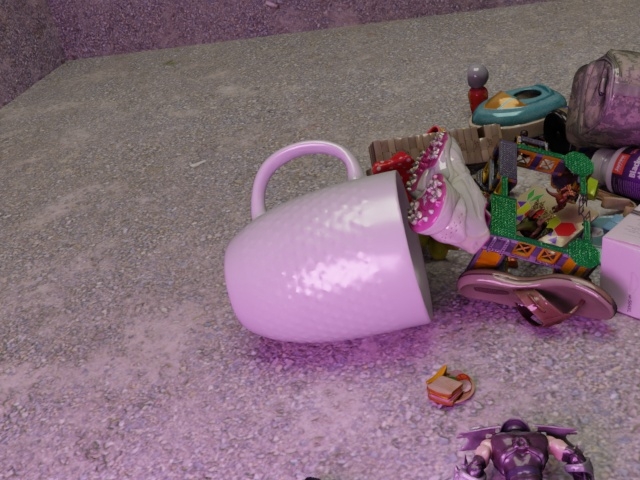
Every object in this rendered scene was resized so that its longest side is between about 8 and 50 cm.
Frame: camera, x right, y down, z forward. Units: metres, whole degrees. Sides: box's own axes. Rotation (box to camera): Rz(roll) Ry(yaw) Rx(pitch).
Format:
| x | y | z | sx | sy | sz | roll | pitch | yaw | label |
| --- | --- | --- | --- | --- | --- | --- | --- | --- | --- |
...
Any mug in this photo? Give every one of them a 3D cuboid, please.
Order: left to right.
| x | y | z | sx | sy | sz | roll | pitch | yaw | label |
| --- | --- | --- | --- | --- | --- | --- | --- | --- | --- |
| 0.000 | 0.000 | 1.407 | 0.328 | 0.374 | 0.276 | -14 | -10 | 11 | mug |

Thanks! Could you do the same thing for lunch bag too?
| x | y | z | sx | sy | sz | roll | pitch | yaw | label |
| --- | --- | --- | --- | --- | --- | --- | --- | --- | --- |
| 0.721 | -0.295 | 1.699 | 0.305 | 0.212 | 0.256 | 9 | 4 | -1 | lunch bag |

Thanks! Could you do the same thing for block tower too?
| x | y | z | sx | sy | sz | roll | pitch | yaw | label |
| --- | --- | --- | --- | --- | --- | --- | --- | --- | --- |
| 0.277 | -0.215 | 1.900 | 0.335 | 0.097 | 0.091 | -10 | 1 | -4 | block tower |

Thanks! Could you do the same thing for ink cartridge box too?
| x | y | z | sx | sy | sz | roll | pitch | yaw | label |
| --- | --- | --- | --- | --- | --- | --- | --- | --- | --- |
| 0.579 | 0.020 | 1.376 | 0.203 | 0.148 | 0.086 | -31 | 37 | -33 | ink cartridge box |

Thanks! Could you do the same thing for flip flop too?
| x | y | z | sx | sy | sz | roll | pitch | yaw | label |
| --- | --- | --- | --- | --- | --- | --- | --- | --- | --- |
| 0.367 | 0.108 | 1.355 | 0.277 | 0.112 | 0.080 | 7 | 60 | 25 | flip flop |

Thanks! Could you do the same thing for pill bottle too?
| x | y | z | sx | sy | sz | roll | pitch | yaw | label |
| --- | --- | --- | --- | --- | --- | --- | --- | --- | --- |
| 0.669 | -0.287 | 1.912 | 0.219 | 0.123 | 0.123 | -18 | 30 | -12 | pill bottle |
| 0.678 | -0.140 | 1.665 | 0.108 | 0.108 | 0.193 | -29 | 33 | -30 | pill bottle |

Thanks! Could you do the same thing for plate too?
| x | y | z | sx | sy | sz | roll | pitch | yaw | label |
| --- | --- | --- | --- | --- | --- | --- | --- | --- | --- |
| 0.576 | -0.010 | 1.558 | 0.188 | 0.024 | 0.188 | -8 | 30 | 5 | plate |

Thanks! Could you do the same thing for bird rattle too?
| x | y | z | sx | sy | sz | roll | pitch | yaw | label |
| --- | --- | --- | --- | --- | --- | --- | --- | --- | --- |
| 0.160 | -0.042 | 1.554 | 0.207 | 0.253 | 0.143 | -44 | 37 | -9 | bird rattle |

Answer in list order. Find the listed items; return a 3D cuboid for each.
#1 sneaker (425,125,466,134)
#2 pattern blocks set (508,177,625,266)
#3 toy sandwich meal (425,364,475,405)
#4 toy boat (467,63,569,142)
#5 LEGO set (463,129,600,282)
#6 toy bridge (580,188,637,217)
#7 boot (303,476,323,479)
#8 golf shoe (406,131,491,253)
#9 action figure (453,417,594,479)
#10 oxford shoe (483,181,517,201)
| x | y | z | sx | sy | sz | roll | pitch | yaw | label |
| --- | --- | --- | --- | --- | --- | --- | --- | --- | --- |
| 0.316 | -0.256 | 2.007 | 0.208 | 0.094 | 0.081 | -31 | 33 | -34 | sneaker |
| 0.452 | -0.042 | 1.594 | 0.285 | 0.026 | 0.325 | -33 | 40 | -10 | pattern blocks set |
| 0.206 | 0.231 | 1.253 | 0.086 | 0.029 | 0.085 | -8 | 29 | 5 | toy sandwich meal |
| 0.487 | -0.372 | 2.098 | 0.267 | 0.148 | 0.318 | -20 | 31 | -15 | toy boat |
| 0.387 | -0.026 | 1.492 | 0.255 | 0.192 | 0.331 | 8 | 54 | -7 | LEGO set |
| 0.621 | -0.078 | 1.640 | 0.063 | 0.026 | 0.188 | 5 | 18 | -15 | toy bridge |
| -0.006 | 0.380 | 1.052 | 0.121 | 0.045 | 0.099 | 16 | 42 | 39 | boot |
| 0.231 | -0.083 | 1.387 | 0.140 | 0.115 | 0.306 | 31 | 35 | -13 | golf shoe |
| 0.266 | 0.326 | 1.007 | 0.185 | 0.099 | 0.285 | -14 | 25 | 10 | action figure |
| 0.358 | -0.094 | 1.753 | 0.212 | 0.076 | 0.076 | -22 | 56 | -13 | oxford shoe |
